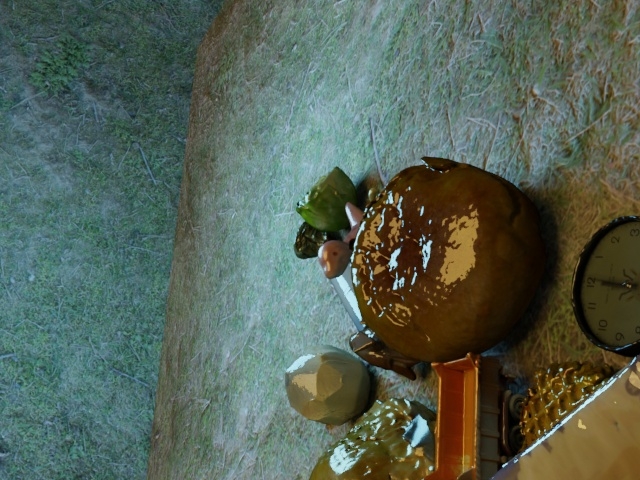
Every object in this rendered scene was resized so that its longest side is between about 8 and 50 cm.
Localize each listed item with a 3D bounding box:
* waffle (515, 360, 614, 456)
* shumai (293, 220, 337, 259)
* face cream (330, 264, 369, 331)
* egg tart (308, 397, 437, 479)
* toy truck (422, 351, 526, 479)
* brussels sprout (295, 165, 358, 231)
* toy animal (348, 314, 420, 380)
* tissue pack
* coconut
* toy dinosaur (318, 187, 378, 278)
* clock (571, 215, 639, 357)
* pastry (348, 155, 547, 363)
[{"bbox_3d":[0.328,0.252,1.085,0.197,0.070,0.192,163,118,-66],"label":"waffle"},{"bbox_3d":[0.000,-0.001,1.961,0.124,0.087,0.098,-47,-38,-46],"label":"shumai"},{"bbox_3d":[0.083,0.119,1.697,0.077,0.077,0.250,-67,24,21],"label":"face cream"},{"bbox_3d":[0.074,0.472,1.400,0.443,0.178,0.442,-168,90,-68],"label":"egg tart"},{"bbox_3d":[0.224,0.306,1.200,0.114,0.135,0.270,-32,49,58],"label":"toy truck"},{"bbox_3d":[0.027,-0.084,1.892,0.149,0.122,0.151,-41,6,43],"label":"brussels sprout"},{"bbox_3d":[0.136,0.203,1.507,0.188,0.179,0.089,10,64,34],"label":"toy animal"},{"bbox_3d":[0.340,0.274,0.873,0.242,0.125,0.343,54,134,22],"label":"tissue pack"},{"bbox_3d":[0.008,0.287,1.667,0.161,0.162,0.160,-44,40,53],"label":"coconut"},{"bbox_3d":[0.070,0.007,1.663,0.152,0.177,0.194,-35,45,56],"label":"toy dinosaur"},{"bbox_3d":[0.395,0.057,1.069,0.184,0.040,0.184,-43,40,52],"label":"clock"},{"bbox_3d":[0.192,0.026,1.333,0.356,0.164,0.355,-23,56,40],"label":"pastry"}]
